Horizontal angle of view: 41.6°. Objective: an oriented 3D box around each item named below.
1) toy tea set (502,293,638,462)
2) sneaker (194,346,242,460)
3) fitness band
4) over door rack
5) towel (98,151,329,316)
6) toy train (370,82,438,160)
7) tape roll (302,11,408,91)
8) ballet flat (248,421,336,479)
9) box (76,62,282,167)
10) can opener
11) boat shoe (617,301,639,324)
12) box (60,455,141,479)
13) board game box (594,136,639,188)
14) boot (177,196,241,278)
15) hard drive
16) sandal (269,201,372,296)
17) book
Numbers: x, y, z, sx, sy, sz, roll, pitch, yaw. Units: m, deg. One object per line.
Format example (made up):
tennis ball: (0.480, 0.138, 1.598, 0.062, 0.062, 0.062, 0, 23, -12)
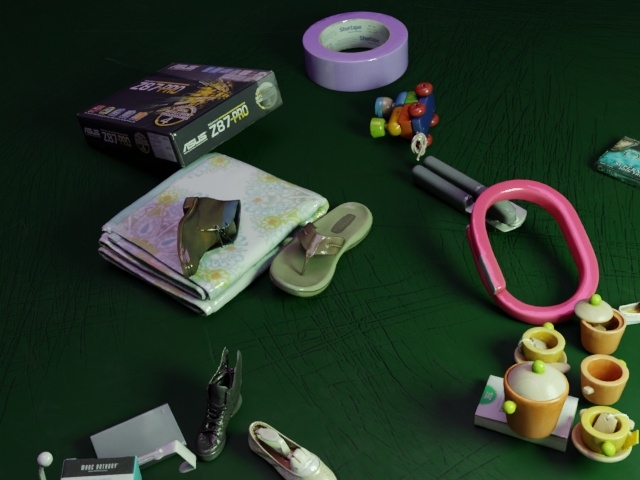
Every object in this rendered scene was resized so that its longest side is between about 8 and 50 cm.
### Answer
toy tea set: (0.397, 0.186, 1.326, 0.200, 0.124, 0.336, 7, 34, 15)
sneaker: (-0.166, 0.264, 1.366, 0.051, 0.089, 0.170, 8, 43, 16)
fitness band: (0.388, 0.018, 1.547, 0.209, 0.054, 0.290, -10, 60, -7)
over door rack: (-0.340, 0.410, 1.176, 0.324, 0.108, 0.239, -15, 41, 5)
towel: (-0.219, -0.027, 1.716, 0.321, 0.090, 0.374, 27, 50, 28)
toy train: (0.177, -0.258, 1.923, 0.143, 0.105, 0.248, -1, 40, 22)
tape roll: (0.093, -0.500, 2.214, 0.275, 0.090, 0.274, -3, 41, 3)
ballet flat: (-0.050, 0.334, 1.300, 0.168, 0.052, 0.057, 23, 49, 29)
box: (-0.334, -0.306, 1.979, 0.395, 0.097, 0.318, 16, 42, 43)
can opener: (0.305, -0.104, 1.735, 0.074, 0.093, 0.280, -36, 47, -22)
boat shoe: (0.569, 0.122, 1.478, 0.100, 0.035, 0.035, -7, 41, 0)
box: (-0.292, 0.397, 1.079, 0.101, 0.060, 0.244, -2, 42, -3)
board game box: (0.697, -0.153, 1.786, 0.186, 0.026, 0.126, 29, 53, 34)
boot: (-0.206, -0.015, 1.575, 0.106, 0.082, 0.219, -5, 40, 2)
hard drive: (-0.294, 0.328, 1.361, 0.135, 0.022, 0.094, -22, 43, -17)
sandal: (-0.001, -0.001, 1.645, 0.120, 0.086, 0.303, 23, 46, 19)
book: (0.329, 0.272, 1.343, 0.144, 0.035, 0.096, 12, 40, 21)
